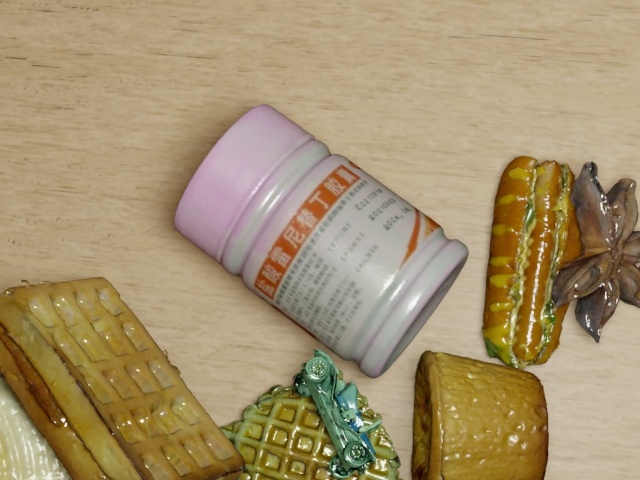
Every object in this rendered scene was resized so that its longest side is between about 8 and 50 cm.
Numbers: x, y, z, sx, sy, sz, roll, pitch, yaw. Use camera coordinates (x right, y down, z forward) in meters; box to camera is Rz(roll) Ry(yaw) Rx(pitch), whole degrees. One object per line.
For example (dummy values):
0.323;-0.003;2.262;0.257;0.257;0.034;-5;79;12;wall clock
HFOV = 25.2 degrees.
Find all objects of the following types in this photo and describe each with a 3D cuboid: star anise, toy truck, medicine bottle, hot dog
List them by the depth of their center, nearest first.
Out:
0.029;0.205;1.725;0.078;0.080;0.154;-19;74;-21;toy truck
0.348;0.023;1.742;0.063;0.171;0.208;0;72;51;star anise
0.000;0.000;1.743;0.315;0.202;0.202;35;88;10;medicine bottle
0.265;0.026;1.776;0.115;0.072;0.269;5;83;0;hot dog

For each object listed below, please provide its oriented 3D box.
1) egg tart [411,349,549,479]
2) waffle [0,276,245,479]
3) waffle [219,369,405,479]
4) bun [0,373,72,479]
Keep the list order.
0.189;0.231;1.698;0.147;0.202;0.203;2;82;-2;egg tart
-0.252;0.192;1.727;0.098;0.224;0.328;-45;73;20;waffle
-0.010;0.276;1.779;0.207;0.054;0.214;-29;79;1;waffle
-0.437;0.345;1.743;0.364;0.202;0.364;2;72;-6;bun
